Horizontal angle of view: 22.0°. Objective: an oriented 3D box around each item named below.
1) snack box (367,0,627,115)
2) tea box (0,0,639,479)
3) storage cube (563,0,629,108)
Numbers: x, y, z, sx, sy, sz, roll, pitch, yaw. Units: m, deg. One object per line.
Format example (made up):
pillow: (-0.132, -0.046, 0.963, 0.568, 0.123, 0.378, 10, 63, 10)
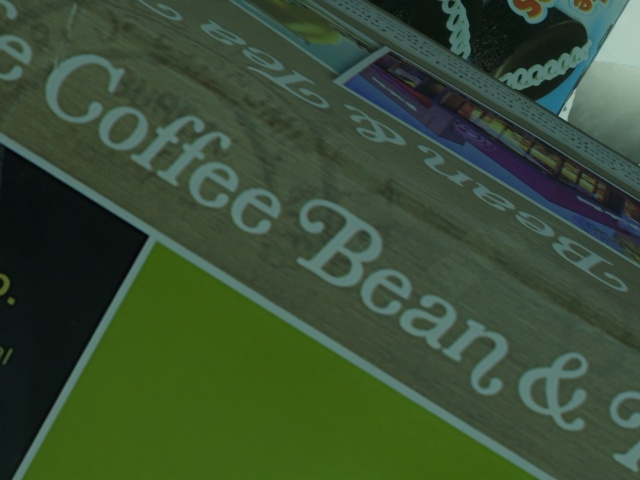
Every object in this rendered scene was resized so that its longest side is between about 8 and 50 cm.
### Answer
snack box: (0.149, -0.225, 1.233, 0.322, 0.187, 0.060, -57, 176, -23)
tea box: (-0.022, 0.105, 0.501, 0.324, 0.329, 0.220, -58, 177, 17)
storage cube: (0.152, -0.201, 1.441, 0.215, 0.193, 0.184, -55, 176, -27)
